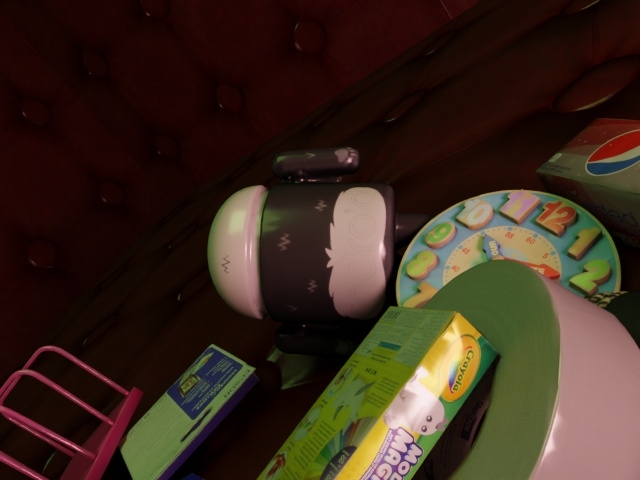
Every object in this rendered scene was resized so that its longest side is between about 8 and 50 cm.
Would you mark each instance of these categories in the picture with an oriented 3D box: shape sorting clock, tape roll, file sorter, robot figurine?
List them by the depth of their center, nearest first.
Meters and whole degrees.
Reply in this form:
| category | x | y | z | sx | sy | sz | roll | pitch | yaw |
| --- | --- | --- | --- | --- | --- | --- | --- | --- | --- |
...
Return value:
| category | x | y | z | sx | sy | sz | roll | pitch | yaw |
| --- | --- | --- | --- | --- | --- | --- | --- | --- | --- |
| tape roll | 0.105 | 0.125 | 0.387 | 0.219 | 0.072 | 0.219 | -57 | 14 | 22 |
| shape sorting clock | 0.171 | 0.030 | 0.553 | 0.206 | 0.040 | 0.206 | -14 | 46 | 15 |
| robot figurine | 0.004 | 0.014 | 0.707 | 0.278 | 0.174 | 0.209 | 0 | 53 | 8 |
| file sorter | -0.426 | 0.323 | 0.827 | 0.202 | 0.182 | 0.291 | -47 | 14 | 21 |

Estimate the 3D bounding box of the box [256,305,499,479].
| category | x | y | z | sx | sy | sz | roll | pitch | yaw |
| --- | --- | --- | --- | --- | --- | --- | --- | --- | --- |
| box | 0.023 | 0.123 | 0.364 | 0.179 | 0.043 | 0.105 | -48 | 8 | -14 |

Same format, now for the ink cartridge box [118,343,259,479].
| category | x | y | z | sx | sy | sz | roll | pitch | yaw |
| --- | --- | --- | --- | --- | --- | --- | --- | --- | --- |
| ink cartridge box | -0.183 | 0.248 | 0.813 | 0.206 | 0.045 | 0.208 | -46 | 18 | -19 |

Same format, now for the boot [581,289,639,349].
| category | x | y | z | sx | sy | sz | roll | pitch | yaw |
| --- | --- | --- | --- | --- | --- | --- | --- | --- | --- |
| boot | 0.218 | 0.105 | 0.338 | 0.178 | 0.085 | 0.236 | -25 | 26 | 54 |

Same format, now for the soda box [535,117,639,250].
| category | x | y | z | sx | sy | sz | roll | pitch | yaw |
| --- | --- | --- | --- | --- | --- | --- | --- | --- | --- |
| soda box | 0.306 | -0.040 | 0.495 | 0.092 | 0.083 | 0.263 | -40 | 19 | 0 |

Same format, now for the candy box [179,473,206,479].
| category | x | y | z | sx | sy | sz | roll | pitch | yaw |
| --- | --- | --- | --- | --- | --- | --- | --- | --- | --- |
| candy box | -0.108 | 0.280 | 0.331 | 0.268 | 0.122 | 0.317 | -21 | 7 | -35 |
